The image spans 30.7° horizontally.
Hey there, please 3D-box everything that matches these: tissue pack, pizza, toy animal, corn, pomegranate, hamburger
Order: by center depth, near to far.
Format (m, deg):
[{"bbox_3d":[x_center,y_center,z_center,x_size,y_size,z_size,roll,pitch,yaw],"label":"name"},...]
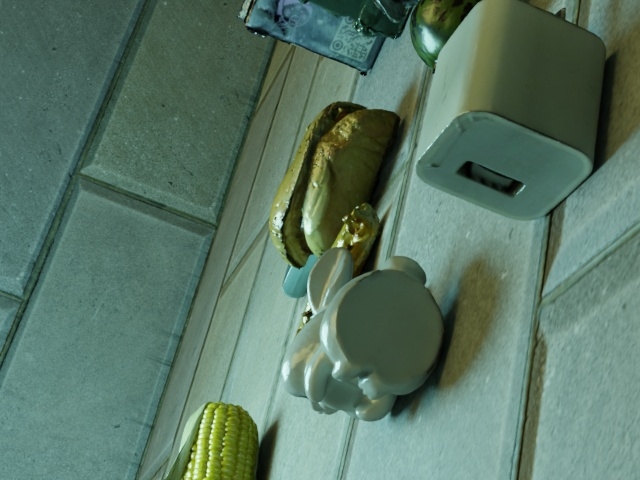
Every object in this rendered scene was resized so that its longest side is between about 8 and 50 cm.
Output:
[{"bbox_3d":[0.045,0.095,1.201,0.193,0.128,0.178,146,147,-73],"label":"toy animal"},{"bbox_3d":[0.173,-0.248,1.312,0.161,0.122,0.122,-41,4,-15],"label":"pomegranate"},{"bbox_3d":[0.011,0.079,1.581,0.134,0.056,0.271,-73,8,-68],"label":"pizza"},{"bbox_3d":[-0.158,0.371,1.657,0.305,0.122,0.123,-79,-20,-45],"label":"corn"},{"bbox_3d":[0.002,-0.085,1.676,0.124,0.131,0.262,19,88,42],"label":"hamburger"},{"bbox_3d":[0.041,-0.495,2.014,0.361,0.259,0.122,-67,22,16],"label":"tissue pack"}]

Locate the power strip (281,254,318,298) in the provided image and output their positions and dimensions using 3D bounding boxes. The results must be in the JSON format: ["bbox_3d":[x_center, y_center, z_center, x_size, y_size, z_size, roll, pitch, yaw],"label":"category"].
[{"bbox_3d":[0.000,0.000,1.819,0.216,0.044,0.137,129,160,-59],"label":"power strip"}]

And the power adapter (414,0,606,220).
[{"bbox_3d":[0.173,-0.142,1.027,0.125,0.130,0.204,127,162,-56],"label":"power adapter"}]

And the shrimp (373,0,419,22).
[{"bbox_3d":[0.145,-0.442,1.694,0.221,0.166,0.410,-44,9,-18],"label":"shrimp"}]

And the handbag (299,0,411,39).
[{"bbox_3d":[0.062,-0.484,1.904,0.260,0.248,0.079,-65,17,12],"label":"handbag"}]
